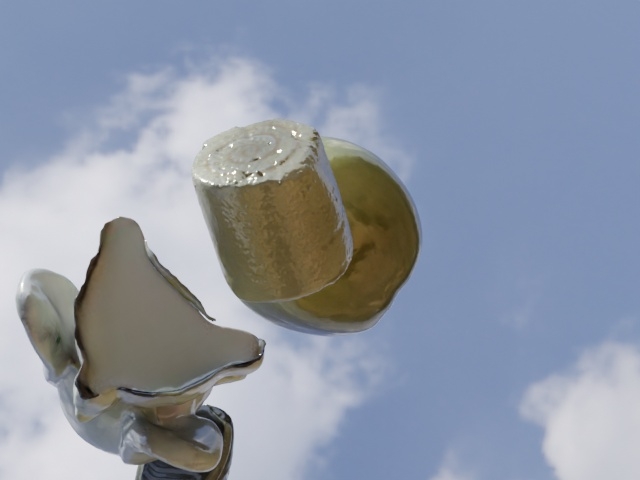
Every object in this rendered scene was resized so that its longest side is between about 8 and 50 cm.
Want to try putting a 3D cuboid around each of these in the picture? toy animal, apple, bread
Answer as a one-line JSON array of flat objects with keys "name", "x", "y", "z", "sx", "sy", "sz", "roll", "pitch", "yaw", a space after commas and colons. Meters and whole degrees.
[{"name": "toy animal", "x": -0.182, "y": 0.134, "z": 1.373, "sx": 0.174, "sy": 0.249, "sz": 0.289, "roll": -41, "pitch": -31, "yaw": -21}, {"name": "apple", "x": 0.000, "y": 0.000, "z": 1.744, "sx": 0.262, "sy": 0.262, "sz": 0.262, "roll": -10, "pitch": -77, "yaw": -47}, {"name": "bread", "x": -0.046, "y": -0.032, "z": 1.336, "sx": 0.148, "sy": 0.134, "sz": 0.141, "roll": -103, "pitch": -4, "yaw": -61}]

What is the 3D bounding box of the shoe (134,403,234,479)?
[{"name": "shoe", "x": -0.153, "y": 0.294, "z": 1.545, "sx": 0.227, "sy": 0.099, "sz": 0.112, "roll": -64, "pitch": -28, "yaw": 0}]
